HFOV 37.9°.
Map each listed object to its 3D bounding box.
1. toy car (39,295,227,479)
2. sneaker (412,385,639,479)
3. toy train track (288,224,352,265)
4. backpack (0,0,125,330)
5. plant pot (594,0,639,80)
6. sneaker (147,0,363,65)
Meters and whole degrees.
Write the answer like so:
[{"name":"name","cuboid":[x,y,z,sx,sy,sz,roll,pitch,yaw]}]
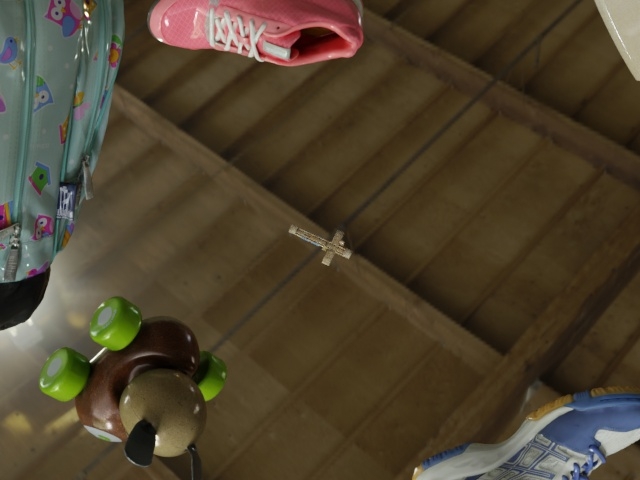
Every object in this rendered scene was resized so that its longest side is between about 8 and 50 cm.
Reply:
[{"name":"toy car","cuboid":[-0.168,0.175,0.915,0.149,0.155,0.188,-44,-143,9]},{"name":"sneaker","cuboid":[0.251,0.271,1.043,0.296,0.112,0.131,-31,-135,18]},{"name":"toy train track","cuboid":[0.000,0.000,1.161,0.083,0.014,0.048,24,-108,6]},{"name":"backpack","cuboid":[-0.170,-0.065,0.442,0.152,0.182,0.115,28,-159,30]},{"name":"plant pot","cuboid":[0.285,-0.196,0.776,0.109,0.096,0.109,-15,-159,17]},{"name":"sneaker","cuboid":[-0.085,-0.306,1.309,0.313,0.116,0.136,-4,-135,-8]}]
